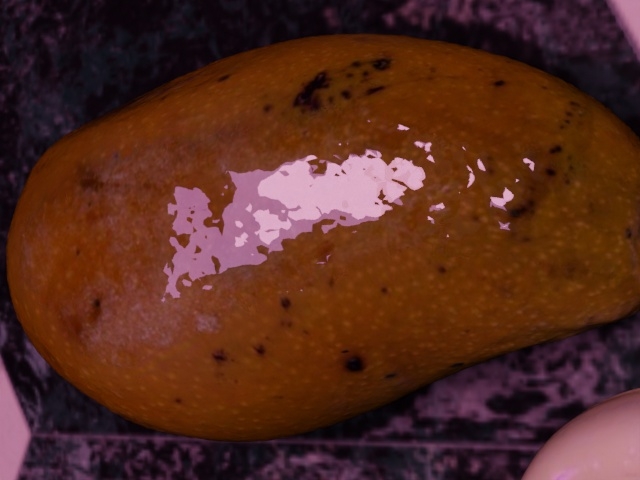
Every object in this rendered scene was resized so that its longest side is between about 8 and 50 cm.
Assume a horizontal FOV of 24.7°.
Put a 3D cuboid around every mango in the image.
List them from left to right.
[{"bbox_3d":[-0.005,-0.005,0.701,0.330,0.175,0.176,-16,126,32],"label":"mango"}]

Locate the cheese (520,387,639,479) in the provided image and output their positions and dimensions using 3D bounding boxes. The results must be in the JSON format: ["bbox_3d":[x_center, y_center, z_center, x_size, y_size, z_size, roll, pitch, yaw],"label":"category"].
[{"bbox_3d":[0.129,0.165,0.662,0.249,0.071,0.163,-38,70,42],"label":"cheese"}]
